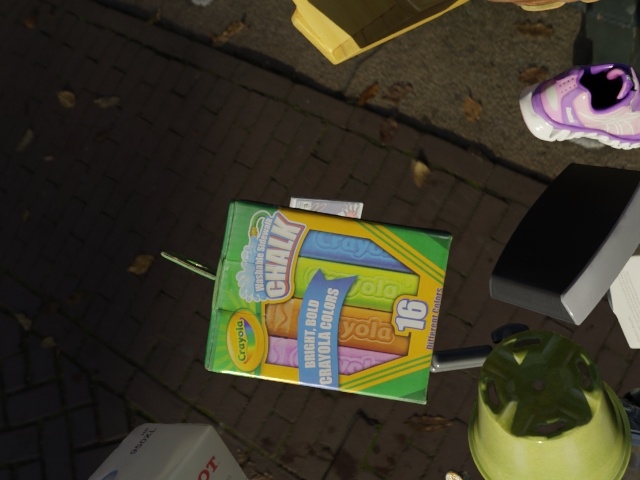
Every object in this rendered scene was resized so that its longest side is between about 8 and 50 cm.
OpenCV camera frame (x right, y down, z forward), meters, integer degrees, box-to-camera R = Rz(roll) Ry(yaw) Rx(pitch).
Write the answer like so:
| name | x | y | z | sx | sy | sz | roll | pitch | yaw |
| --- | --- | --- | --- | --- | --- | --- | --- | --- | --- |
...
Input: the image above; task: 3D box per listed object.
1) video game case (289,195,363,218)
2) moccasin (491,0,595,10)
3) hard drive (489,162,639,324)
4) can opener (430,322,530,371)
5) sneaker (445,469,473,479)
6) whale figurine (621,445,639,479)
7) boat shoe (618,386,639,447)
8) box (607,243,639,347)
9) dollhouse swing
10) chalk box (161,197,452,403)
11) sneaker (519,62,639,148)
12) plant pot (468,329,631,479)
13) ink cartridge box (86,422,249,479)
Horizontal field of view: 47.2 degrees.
| name | x | y | z | sx | sy | sz | roll | pitch | yaw |
| --- | --- | --- | --- | --- | --- | --- | --- | --- | --- |
| video game case | 0.000 | 0.000 | 1.710 | 0.023 | 0.184 | 0.201 | 35 | 118 | 57 |
| moccasin | 0.324 | -0.297 | 0.680 | 0.380 | 0.147 | 0.139 | -13 | 77 | 42 |
| hard drive | 0.365 | -0.008 | 1.059 | 0.254 | 0.054 | 0.172 | -51 | 35 | -16 |
| can opener | 0.408 | 0.281 | 1.880 | 0.281 | 0.074 | 0.093 | -10 | 65 | -13 |
| sneaker | 0.267 | 0.458 | 1.412 | 0.032 | 0.083 | 0.037 | -30 | 33 | 25 |
| whale figurine | 0.587 | 0.487 | 1.344 | 0.272 | 0.141 | 0.216 | -5 | 77 | 42 |
| boat shoe | 0.651 | 0.357 | 1.473 | 0.335 | 0.121 | 0.119 | 10 | 89 | -22 |
| box | 0.605 | 0.070 | 1.281 | 0.182 | 0.119 | 0.180 | -29 | 98 | -28 |
| dollhouse swing | 0.080 | -0.461 | 1.079 | 0.315 | 0.347 | 0.304 | -28 | 99 | -13 |
| chalk box | -0.026 | 0.056 | 0.797 | 0.289 | 0.180 | 0.179 | 9 | 90 | -1 |
| sneaker | 0.379 | -0.181 | 0.941 | 0.237 | 0.104 | 0.095 | -3 | 70 | -23 |
| plant pot | 0.363 | 0.277 | 1.196 | 0.276 | 0.254 | 0.276 | -9 | 57 | 15 |
| ink cartridge box | -0.183 | 0.488 | 0.997 | 0.166 | 0.285 | 0.394 | -12 | 115 | 38 |
